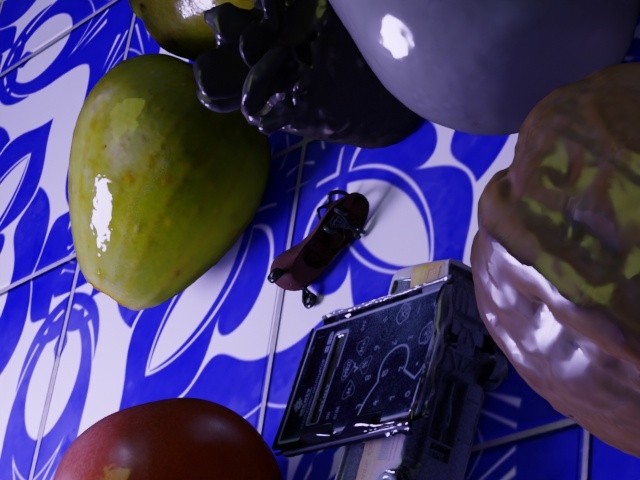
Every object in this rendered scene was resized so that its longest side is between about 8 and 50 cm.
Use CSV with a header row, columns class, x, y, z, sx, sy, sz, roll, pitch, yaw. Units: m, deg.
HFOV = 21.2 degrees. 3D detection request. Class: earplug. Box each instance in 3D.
class,x,y,z,sx,sy,sz,roll,pitch,yaw
earplug,0.148,-0.299,1.768,0.312,0.313,0.394,-42,58,27

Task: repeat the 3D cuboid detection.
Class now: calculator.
class,x,y,z,sx,sy,sz,roll,pitch,yaw
calculator,0.044,0.129,1.714,0.274,0.028,0.165,-23,45,56

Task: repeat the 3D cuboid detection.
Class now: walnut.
class,x,y,z,sx,sy,sz,roll,pitch,yaw
walnut,0.288,0.028,1.380,0.306,0.306,0.344,-52,46,14

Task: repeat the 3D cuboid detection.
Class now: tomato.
class,x,y,z,sx,sy,sz,roll,pitch,yaw
tomato,-0.165,0.287,1.837,0.256,0.256,0.224,-31,67,38

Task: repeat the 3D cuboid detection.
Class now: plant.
class,x,y,z,sx,sy,sz,roll,pitch,yaw
plant,-0.017,-0.207,1.978,0.188,0.276,0.199,10,88,49

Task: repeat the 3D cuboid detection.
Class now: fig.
class,x,y,z,sx,sy,sz,roll,pitch,yaw
fig,-0.203,-0.070,2.167,0.258,0.258,0.326,40,111,57

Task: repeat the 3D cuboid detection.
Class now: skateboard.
class,x,y,z,sx,sy,sz,roll,pitch,yaw
skateboard,0.000,0.000,2.017,0.151,0.067,0.080,-49,24,8

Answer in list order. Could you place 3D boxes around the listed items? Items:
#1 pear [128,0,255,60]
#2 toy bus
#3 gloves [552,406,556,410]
class,x,y,z,sx,sy,sz,roll,pitch,yaw
pear,-0.105,-0.356,2.156,0.321,0.269,0.269,-31,43,34
toy bus,0.091,0.186,1.706,0.138,0.097,0.342,-9,58,53
gloves,0.238,0.098,1.597,0.114,0.070,0.153,-48,37,19
